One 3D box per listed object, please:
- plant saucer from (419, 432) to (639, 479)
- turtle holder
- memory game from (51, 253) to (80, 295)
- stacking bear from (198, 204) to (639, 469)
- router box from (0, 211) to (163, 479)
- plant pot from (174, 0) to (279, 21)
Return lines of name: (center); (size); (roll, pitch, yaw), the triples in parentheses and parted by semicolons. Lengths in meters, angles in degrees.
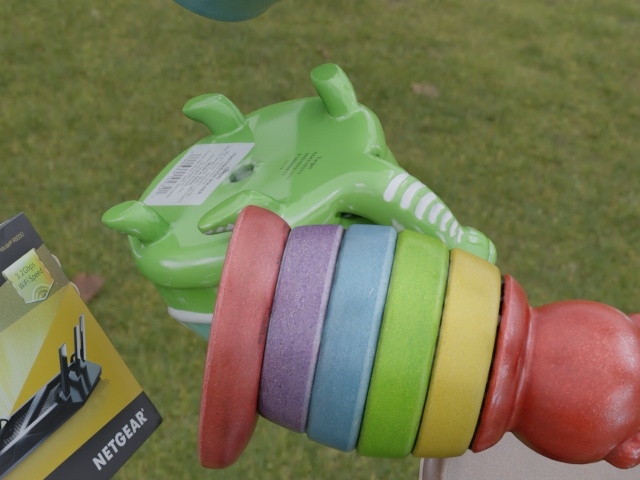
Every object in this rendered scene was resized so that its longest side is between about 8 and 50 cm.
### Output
plant saucer: (0.270, 0.285, 1.586); (0.311, 0.050, 0.310); (-2, 66, 5)
turtle holder: (-0.003, -0.010, 1.216); (0.320, 0.227, 0.243); (-19, 32, 21)
memory game: (-0.356, 0.087, 1.525); (0.186, 0.186, 0.012); (-5, 1, -17)
stacking bear: (0.077, 0.077, 0.913); (0.289, 0.164, 0.175); (10, 61, 2)
router box: (-0.300, 0.150, 1.185); (0.243, 0.081, 0.309); (58, 35, -11)
plant pot: (-0.045, -0.336, 1.232); (0.272, 0.255, 0.271); (21, 51, -29)
